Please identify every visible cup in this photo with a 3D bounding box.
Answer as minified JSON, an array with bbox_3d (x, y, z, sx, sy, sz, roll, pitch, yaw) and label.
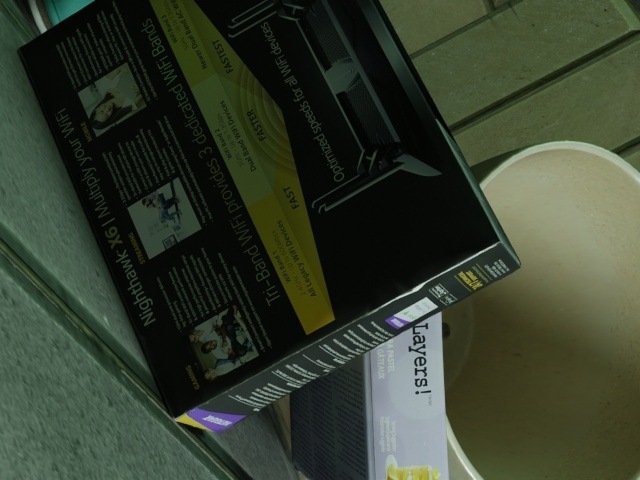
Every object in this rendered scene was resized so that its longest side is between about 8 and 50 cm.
[{"bbox_3d":[0.151,0.078,1.296,0.237,0.331,0.331,0,-56,54],"label":"cup"}]

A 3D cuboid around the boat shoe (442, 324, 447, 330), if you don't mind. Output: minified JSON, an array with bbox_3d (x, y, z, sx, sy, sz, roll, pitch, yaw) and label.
[{"bbox_3d":[0.086,0.054,1.609,0.156,0.136,0.367,65,-5,-29],"label":"boat shoe"}]

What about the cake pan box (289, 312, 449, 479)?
[{"bbox_3d":[0.027,0.086,1.112,0.267,0.070,0.246,-172,-100,-75],"label":"cake pan box"}]

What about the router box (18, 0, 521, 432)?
[{"bbox_3d":[-0.042,-0.060,0.959,0.309,0.243,0.081,65,10,20],"label":"router box"}]

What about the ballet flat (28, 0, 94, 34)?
[{"bbox_3d":[-0.160,-0.163,1.167,0.139,0.139,0.400,-108,174,-65],"label":"ballet flat"}]
